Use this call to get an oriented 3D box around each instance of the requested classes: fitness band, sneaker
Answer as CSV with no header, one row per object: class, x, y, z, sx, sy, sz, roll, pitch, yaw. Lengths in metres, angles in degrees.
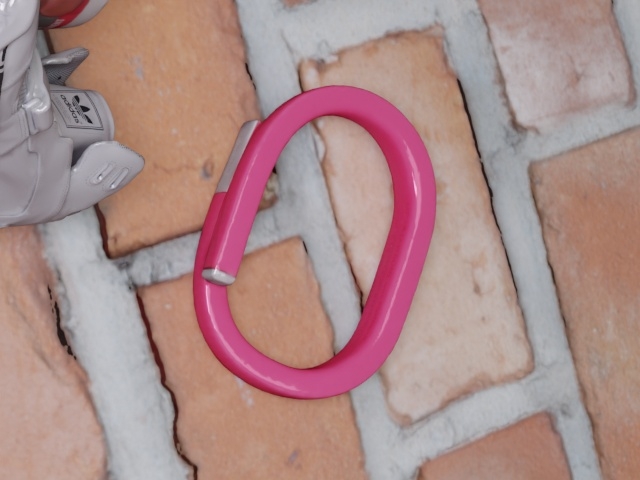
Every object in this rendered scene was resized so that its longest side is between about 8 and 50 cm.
fitness band,0.000,0.000,1.455,0.209,0.054,0.291,26,75,-25
sneaker,-0.228,-0.113,1.184,0.210,0.366,0.137,-16,69,-36

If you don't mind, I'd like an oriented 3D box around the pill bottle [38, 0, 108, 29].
pill bottle,-0.318,-0.242,1.199,0.318,0.176,0.176,-9,90,-40
